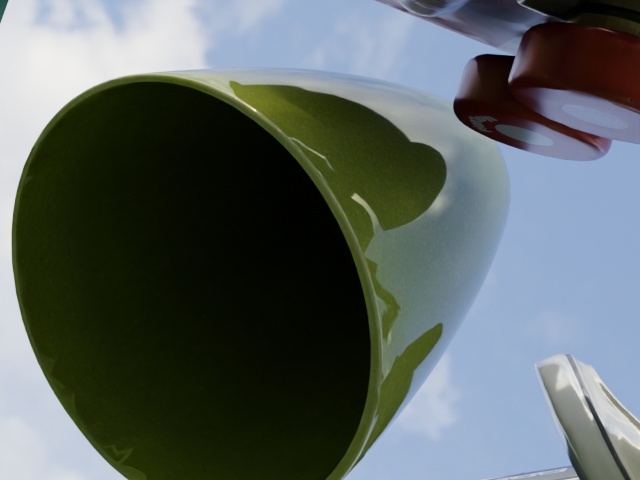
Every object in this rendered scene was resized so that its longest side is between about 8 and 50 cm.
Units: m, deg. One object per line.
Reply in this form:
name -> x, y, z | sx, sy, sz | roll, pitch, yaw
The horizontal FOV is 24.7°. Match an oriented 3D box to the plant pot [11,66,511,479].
plant pot -> 0.000, 0.000, 0.962 | 0.275, 0.293, 0.274 | 12, -68, 32

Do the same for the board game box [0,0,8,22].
board game box -> -0.186, -0.204, 0.586 | 0.214, 0.046, 0.317 | 13, -100, 29

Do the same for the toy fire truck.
toy fire truck -> 0.089, -0.167, 0.823 | 0.254, 0.302, 0.169 | 18, -94, -8

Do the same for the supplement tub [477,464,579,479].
supplement tub -> 0.189, 0.279, 1.165 | 0.316, 0.193, 0.193 | -13, -82, 24

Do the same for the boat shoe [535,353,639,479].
boat shoe -> 0.230, 0.172, 0.941 | 0.267, 0.088, 0.096 | 61, 0, 39
